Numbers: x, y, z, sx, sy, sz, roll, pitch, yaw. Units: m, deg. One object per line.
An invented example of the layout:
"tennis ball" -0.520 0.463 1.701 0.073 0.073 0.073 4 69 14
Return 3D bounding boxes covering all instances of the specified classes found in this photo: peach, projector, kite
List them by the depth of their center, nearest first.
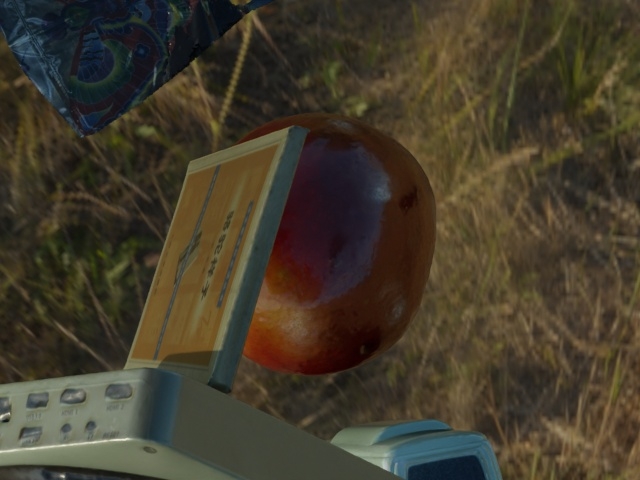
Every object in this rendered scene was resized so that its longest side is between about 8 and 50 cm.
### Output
"projector" -0.108 0.159 0.981 0.257 0.259 0.079 -11 60 38
"kite" -0.076 -0.188 1.018 0.285 0.015 0.152 -28 82 -17
"peach" 0.000 0.000 1.392 0.243 0.199 0.243 3 74 -12

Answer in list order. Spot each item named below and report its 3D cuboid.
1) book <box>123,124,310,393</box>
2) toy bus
"book" -0.077 0.015 1.038 0.018 0.242 0.170 19 81 -18
"toy bus" 0.068 0.249 1.431 0.133 0.271 0.164 -7 86 -21
